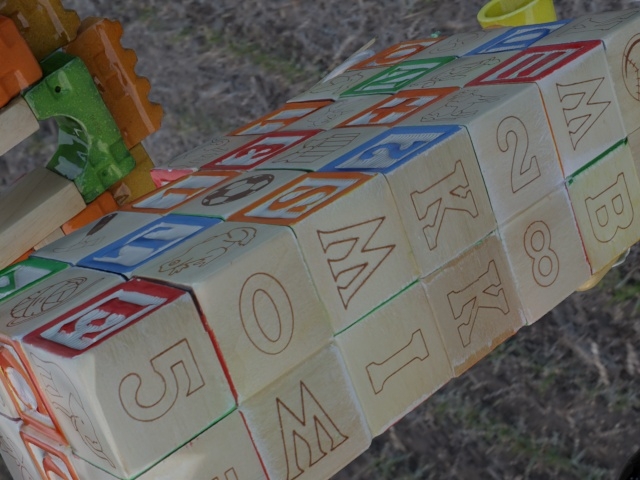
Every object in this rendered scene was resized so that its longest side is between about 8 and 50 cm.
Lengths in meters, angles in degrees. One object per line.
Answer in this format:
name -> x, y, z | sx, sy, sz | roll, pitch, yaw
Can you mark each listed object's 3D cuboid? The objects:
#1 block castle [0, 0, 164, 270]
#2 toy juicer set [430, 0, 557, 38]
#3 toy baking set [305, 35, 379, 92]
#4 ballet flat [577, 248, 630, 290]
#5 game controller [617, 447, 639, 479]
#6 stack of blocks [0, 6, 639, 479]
block castle -> -0.293, -0.110, 0.905 | 0.303, 0.213, 0.453 | 25, 147, 44
toy juicer set -> 0.117, -0.115, 0.878 | 0.209, 0.329, 0.089 | -24, 115, 12
toy baking set -> -0.034, -0.108, 1.053 | 0.030, 0.256, 0.197 | 51, 136, -7
ballet flat -> 0.256, -0.030, 0.936 | 0.080, 0.232, 0.073 | -1, 114, 43
game controller -> 0.221, 0.229, 0.471 | 0.067, 0.167, 0.319 | -29, 80, 46
stack of blocks -> 0.000, 0.000, 0.460 | 0.171, 0.297, 0.087 | 5, 120, 53
